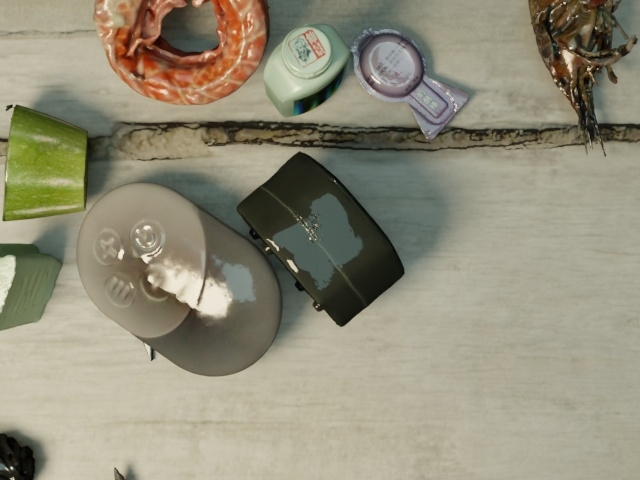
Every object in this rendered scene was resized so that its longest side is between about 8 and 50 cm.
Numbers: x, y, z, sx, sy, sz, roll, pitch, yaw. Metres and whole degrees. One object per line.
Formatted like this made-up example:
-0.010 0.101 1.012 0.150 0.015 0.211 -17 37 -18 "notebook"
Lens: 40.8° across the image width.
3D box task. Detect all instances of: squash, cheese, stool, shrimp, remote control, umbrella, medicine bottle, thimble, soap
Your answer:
-0.396 -0.108 1.229 0.122 0.170 0.170 3 89 -14 "squash"
0.126 -0.244 1.297 0.191 0.042 0.105 43 90 -1 "cheese"
0.000 0.000 1.205 0.141 0.232 0.232 -41 90 -4 "stool"
0.391 -0.293 1.269 0.145 0.116 0.343 -8 93 22 "shrimp"
-0.206 0.056 1.235 0.332 0.103 0.221 33 108 7 "remote control"
-0.585 0.350 1.247 0.340 0.118 0.118 -8 89 3 "umbrella"
-0.019 -0.240 1.199 0.121 0.229 0.083 -35 91 -2 "medicine bottle"
-0.188 -0.310 1.196 0.239 0.162 0.239 -1 117 -2 "thimble"
-0.433 0.064 1.200 0.063 0.198 0.115 22 91 0 "soap"

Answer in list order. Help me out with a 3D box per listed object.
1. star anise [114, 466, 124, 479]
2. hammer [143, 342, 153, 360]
-0.284 0.434 1.268 0.195 0.065 0.182 29 84 3 "star anise"
-0.171 0.133 1.298 0.199 0.013 0.062 -11 90 -1 "hammer"
